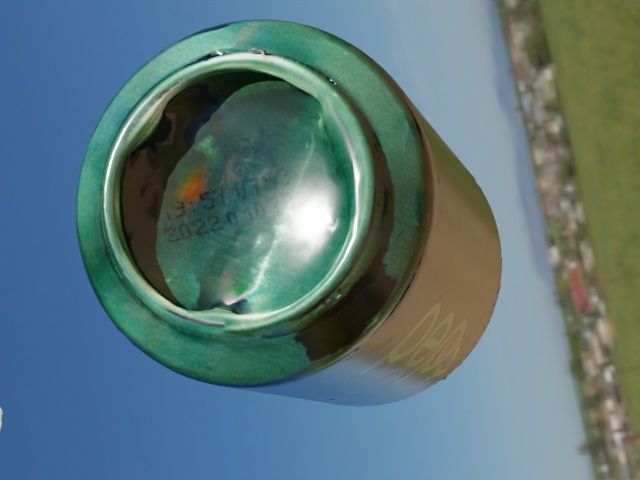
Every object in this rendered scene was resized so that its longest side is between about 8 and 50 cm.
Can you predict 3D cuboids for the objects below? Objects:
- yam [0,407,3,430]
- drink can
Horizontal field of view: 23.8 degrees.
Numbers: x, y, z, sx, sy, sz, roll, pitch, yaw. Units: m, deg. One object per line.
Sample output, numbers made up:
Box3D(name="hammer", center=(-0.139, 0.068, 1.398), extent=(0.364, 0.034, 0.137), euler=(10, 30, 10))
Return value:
Box3D(name="yam", center=(-0.326, 0.157, 1.145), extent=(0.259, 0.106, 0.106), euler=(-35, 61, 54))
Box3D(name="drink can", center=(0.000, 0.000, 0.545), extent=(0.205, 0.118, 0.118), euler=(29, -132, -72))
